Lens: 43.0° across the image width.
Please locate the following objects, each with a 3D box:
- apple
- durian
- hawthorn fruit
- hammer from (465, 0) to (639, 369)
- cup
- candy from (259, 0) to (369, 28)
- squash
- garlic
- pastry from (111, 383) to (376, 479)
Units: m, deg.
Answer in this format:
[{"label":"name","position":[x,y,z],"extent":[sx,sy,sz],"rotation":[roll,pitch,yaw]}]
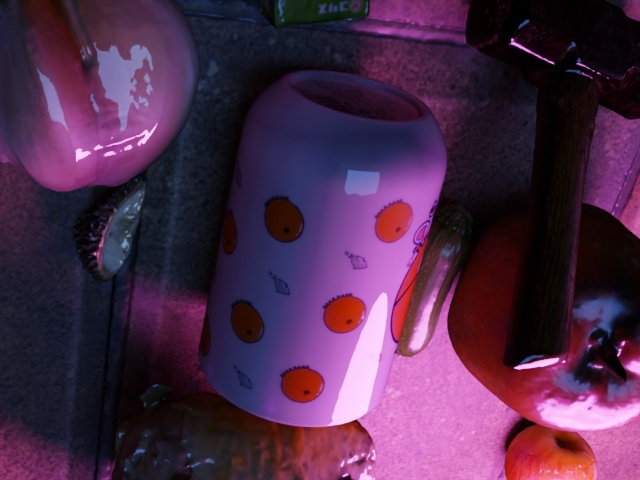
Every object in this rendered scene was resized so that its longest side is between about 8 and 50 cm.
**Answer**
[{"label":"apple","position":[0.357,0.360,1.269],"extent":[0.146,0.146,0.147],"rotation":[-11,124,-17]},{"label":"durian","position":[-0.214,-0.008,0.831],"extent":[0.066,0.052,0.130],"rotation":[9,116,-31]},{"label":"hawthorn fruit","position":[0.304,0.101,0.970],"extent":[0.267,0.301,0.268],"rotation":[-4,111,-10]},{"label":"hammer","position":[0.252,-0.065,0.838],"extent":[0.242,0.095,0.409],"rotation":[17,74,-25]},{"label":"cup","position":[0.000,0.000,0.832],"extent":[0.212,0.212,0.317],"rotation":[0,119,-24]},{"label":"candy","position":[-0.007,-0.297,0.732],"extent":[0.097,0.062,0.195],"rotation":[-12,124,-18]},{"label":"squash","position":[0.130,0.053,1.012],"extent":[0.077,0.068,0.219],"rotation":[15,115,-12]},{"label":"garlic","position":[-0.210,-0.136,0.719],"extent":[0.217,0.110,0.228],"rotation":[-25,127,-12]},{"label":"pastry","position":[-0.095,0.265,0.948],"extent":[0.329,0.136,0.330],"rotation":[-1,157,0]}]
